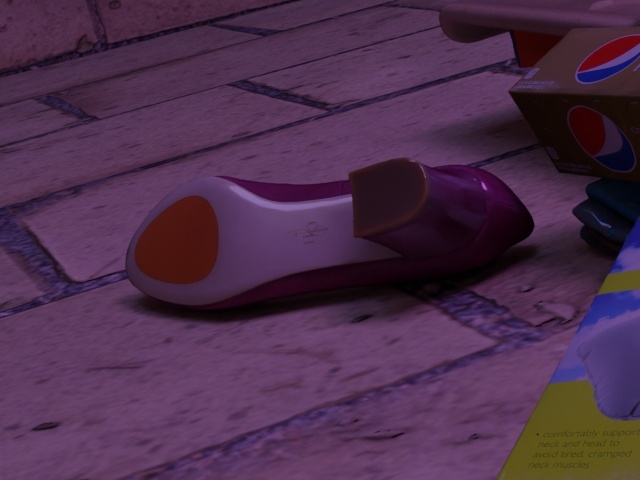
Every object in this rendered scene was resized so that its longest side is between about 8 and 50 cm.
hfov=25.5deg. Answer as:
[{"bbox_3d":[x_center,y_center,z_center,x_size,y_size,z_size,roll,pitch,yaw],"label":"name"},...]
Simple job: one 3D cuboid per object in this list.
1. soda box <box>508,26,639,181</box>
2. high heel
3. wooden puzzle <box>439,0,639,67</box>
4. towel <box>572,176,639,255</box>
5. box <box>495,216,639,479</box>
[{"bbox_3d":[0.178,-0.068,0.711,0.058,0.061,0.181,-44,24,-17],"label":"soda box"},{"bbox_3d":[0.000,0.000,0.832,0.244,0.082,0.117,-18,-23,36],"label":"high heel"},{"bbox_3d":[0.290,-0.176,0.989,0.322,0.080,0.348,-18,12,-14],"label":"wooden puzzle"},{"bbox_3d":[0.307,-0.057,0.639,0.271,0.040,0.370,-39,22,-10],"label":"towel"},{"bbox_3d":[0.145,0.039,0.495,0.109,0.042,0.178,-8,31,38],"label":"box"}]
